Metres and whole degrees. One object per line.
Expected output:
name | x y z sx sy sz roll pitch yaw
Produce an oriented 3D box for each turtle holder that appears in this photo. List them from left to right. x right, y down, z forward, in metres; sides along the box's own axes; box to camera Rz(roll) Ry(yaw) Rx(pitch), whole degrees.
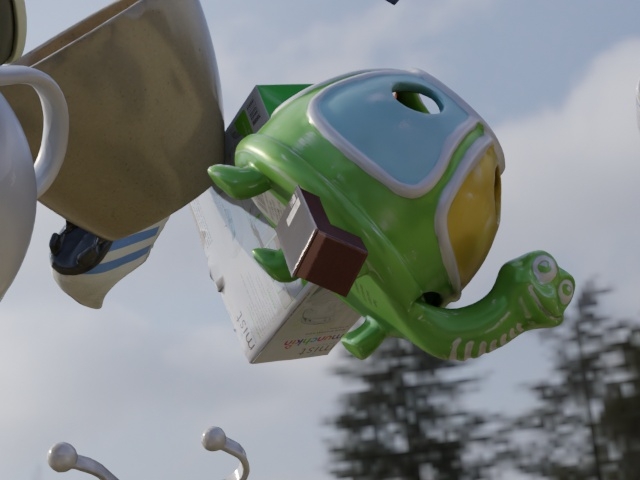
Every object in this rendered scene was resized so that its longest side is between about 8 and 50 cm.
turtle holder | 0.072 -0.032 1.664 0.320 0.227 0.243 32 -20 51

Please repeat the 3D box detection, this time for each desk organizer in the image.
desk organizer | 0.000 0.000 1.472 0.050 0.047 0.130 24 13 -14

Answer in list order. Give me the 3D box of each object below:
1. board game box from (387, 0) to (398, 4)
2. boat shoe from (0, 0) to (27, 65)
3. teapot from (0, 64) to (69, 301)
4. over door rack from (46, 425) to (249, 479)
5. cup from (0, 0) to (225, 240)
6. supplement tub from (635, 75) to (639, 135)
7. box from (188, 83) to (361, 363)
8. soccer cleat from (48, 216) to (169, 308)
board game box | 0.001 -0.272 1.346 0.136 0.201 0.035 27 -61 -23
boat shoe | -0.355 -0.277 1.610 0.109 0.091 0.305 17 -43 31
teapot | -0.303 -0.006 1.240 0.256 0.253 0.187 -15 -40 3
over door rack | -0.184 0.258 1.155 0.324 0.239 0.108 -22 -54 -1
cup | -0.245 -0.141 2.083 0.331 0.237 0.331 -28 13 7
supplement tub | 0.392 -0.151 1.972 0.071 0.071 0.107 -9 -22 9
box | -0.037 -0.019 2.120 0.126 0.262 0.231 -5 -32 -33
soccer cleat | -0.263 -0.048 2.462 0.116 0.331 0.143 26 -26 26
